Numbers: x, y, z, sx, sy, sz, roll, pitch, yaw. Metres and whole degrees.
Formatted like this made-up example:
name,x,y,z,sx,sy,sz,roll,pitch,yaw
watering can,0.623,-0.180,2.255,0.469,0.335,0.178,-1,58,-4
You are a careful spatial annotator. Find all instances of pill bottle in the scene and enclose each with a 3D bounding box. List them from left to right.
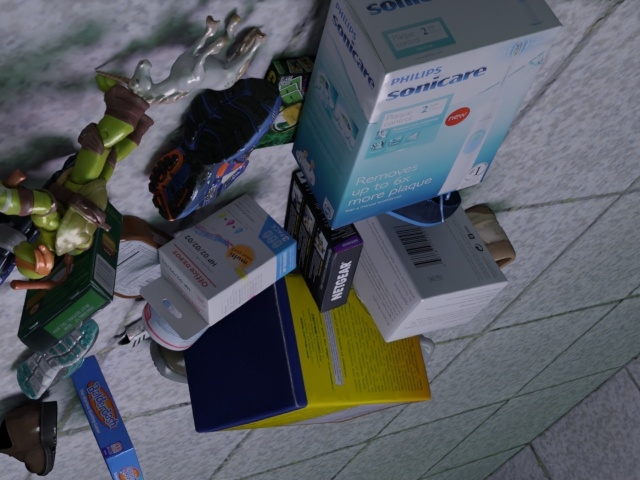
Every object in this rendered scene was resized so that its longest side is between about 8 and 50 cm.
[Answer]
name,x,y,z,sx,sy,sz,roll,pitch,yaw
pill bottle,-0.170,0.074,1.582,0.087,0.087,0.160,0,143,-47

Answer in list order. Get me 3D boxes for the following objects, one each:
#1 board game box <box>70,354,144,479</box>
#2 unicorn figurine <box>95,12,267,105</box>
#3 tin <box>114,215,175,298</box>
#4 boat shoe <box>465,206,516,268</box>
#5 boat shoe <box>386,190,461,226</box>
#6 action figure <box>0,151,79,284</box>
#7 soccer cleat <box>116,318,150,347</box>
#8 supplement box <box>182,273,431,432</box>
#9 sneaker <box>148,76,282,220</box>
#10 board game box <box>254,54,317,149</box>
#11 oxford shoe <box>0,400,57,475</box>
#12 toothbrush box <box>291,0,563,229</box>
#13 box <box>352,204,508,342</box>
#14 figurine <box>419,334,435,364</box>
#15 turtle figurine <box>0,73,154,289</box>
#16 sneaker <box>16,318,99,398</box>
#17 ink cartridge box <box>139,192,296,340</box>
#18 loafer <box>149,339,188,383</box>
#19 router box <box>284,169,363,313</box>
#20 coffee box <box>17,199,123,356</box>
name,x,y,z,sx,sy,sz,roll,pitch,yaw
board game box,-0.322,0.287,1.756,0.047,0.160,0.210,-22,156,-14
unicorn figurine,-0.124,-0.177,1.163,0.161,0.060,0.111,4,136,-47
tin,-0.243,0.024,1.470,0.106,0.040,0.189,-37,155,9
boat shoe,0.166,0.081,1.928,0.341,0.110,0.121,-38,155,20
boat shoe,0.126,-0.079,1.576,0.089,0.109,0.258,-45,154,26
action figure,-0.392,-0.016,1.155,0.341,0.178,0.330,-52,171,-23
soccer cleat,-0.261,0.131,1.671,0.083,0.029,0.035,-37,159,30
supplement box,-0.018,0.172,1.752,0.194,0.195,0.356,-20,164,33
sneaker,-0.112,-0.110,1.309,0.087,0.083,0.221,-21,164,-50
board game box,0.037,-0.176,1.381,0.259,0.030,0.136,-13,154,-30
oxford shoe,-0.451,0.301,1.768,0.096,0.083,0.227,0,149,-13
toothbrush box,0.107,-0.164,1.289,0.216,0.126,0.296,-17,153,-22
box,0.148,0.035,1.730,0.181,0.181,0.119,-9,151,-37
figurine,0.079,0.232,2.180,0.209,0.092,0.215,9,136,-48
turtle figurine,-0.239,-0.047,1.109,0.217,0.087,0.269,-61,165,-9
sneaker,-0.351,0.152,1.596,0.166,0.065,0.076,-40,170,31
ink cartridge box,-0.131,0.032,1.460,0.181,0.104,0.062,-35,153,-25
loafer,-0.157,0.183,1.806,0.087,0.094,0.251,-34,156,22
router box,0.000,0.000,1.561,0.046,0.133,0.179,-20,155,-17
coffee box,-0.277,0.036,1.292,0.113,0.184,0.040,-36,119,14
